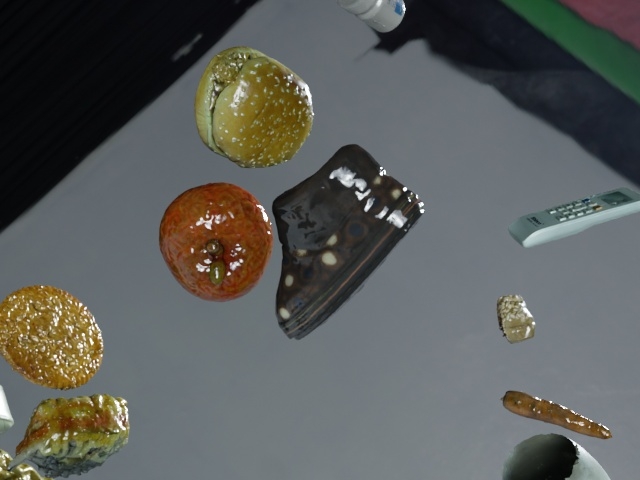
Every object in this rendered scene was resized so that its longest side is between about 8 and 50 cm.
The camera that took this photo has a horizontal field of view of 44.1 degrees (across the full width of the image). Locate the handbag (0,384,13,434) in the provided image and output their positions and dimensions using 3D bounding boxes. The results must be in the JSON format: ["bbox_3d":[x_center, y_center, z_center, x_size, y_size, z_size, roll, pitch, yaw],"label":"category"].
[{"bbox_3d":[-0.579,0.282,1.090,0.079,0.256,0.219,62,17,21],"label":"handbag"}]

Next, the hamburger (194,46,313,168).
[{"bbox_3d":[-0.111,-0.216,1.305,0.122,0.190,0.215,26,0,38],"label":"hamburger"}]

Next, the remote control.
[{"bbox_3d":[0.320,-0.028,0.988,0.061,0.162,0.029,-108,-178,-69],"label":"remote control"}]

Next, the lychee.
[{"bbox_3d":[-0.212,0.002,1.646,0.255,0.255,0.300,48,-5,-23],"label":"lychee"}]

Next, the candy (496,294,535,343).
[{"bbox_3d":[0.467,0.187,1.901,0.110,0.085,0.095,-91,161,-58],"label":"candy"}]

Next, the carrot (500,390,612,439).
[{"bbox_3d":[0.346,0.256,1.162,0.165,0.036,0.036,14,-18,27],"label":"carrot"}]

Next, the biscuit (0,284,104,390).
[{"bbox_3d":[-0.583,0.206,1.717,0.254,0.035,0.254,32,37,-28],"label":"biscuit"}]

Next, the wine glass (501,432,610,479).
[{"bbox_3d":[0.536,0.586,1.701,0.323,0.238,0.238,55,-6,-21],"label":"wine glass"}]

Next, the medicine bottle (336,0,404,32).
[{"bbox_3d":[0.126,-0.593,1.962,0.168,0.105,0.105,14,24,-49],"label":"medicine bottle"}]

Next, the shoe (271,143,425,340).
[{"bbox_3d":[0.000,0.000,1.513,0.237,0.384,0.171,43,23,7],"label":"shoe"}]

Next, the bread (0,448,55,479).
[{"bbox_3d":[-0.732,0.589,1.862,0.268,0.152,0.130,45,7,-30],"label":"bread"}]

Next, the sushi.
[{"bbox_3d":[-0.561,0.434,1.776,0.274,0.184,0.139,10,43,-38],"label":"sushi"}]
